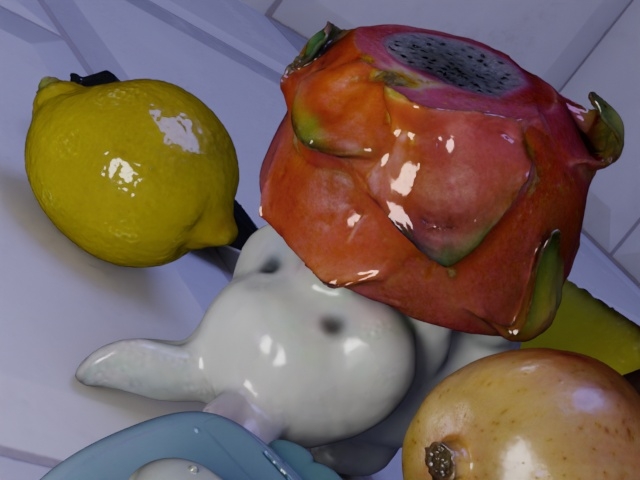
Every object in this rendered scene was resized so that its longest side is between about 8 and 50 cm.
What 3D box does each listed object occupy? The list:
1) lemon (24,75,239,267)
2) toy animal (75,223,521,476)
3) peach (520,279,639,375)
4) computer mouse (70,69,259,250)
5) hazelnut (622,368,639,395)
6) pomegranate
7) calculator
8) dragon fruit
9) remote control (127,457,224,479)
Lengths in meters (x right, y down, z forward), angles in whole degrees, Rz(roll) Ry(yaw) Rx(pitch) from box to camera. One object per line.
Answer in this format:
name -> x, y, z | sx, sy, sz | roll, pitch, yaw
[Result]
lemon -> -0.181, -0.069, 1.317 | 0.244, 0.187, 0.187 | 34, 14, 6
toy animal -> -0.011, 0.113, 1.152 | 0.367, 0.241, 0.196 | -2, 32, -47
peach -> 0.290, 0.204, 1.498 | 0.380, 0.242, 0.306 | 32, -14, 40
computer mouse -> -0.181, -0.073, 1.541 | 0.295, 0.087, 0.168 | 45, 3, -27
hazelnut -> 0.362, 0.246, 1.149 | 0.353, 0.421, 0.421 | 47, 11, -16
pomegranate -> 0.150, 0.167, 0.979 | 0.191, 0.191, 0.191 | 35, 14, -10
calculator -> -0.077, 0.192, 0.892 | 0.185, 0.041, 0.299 | 45, 32, 21
dragon fruit -> 0.091, -0.070, 1.092 | 0.290, 0.189, 0.291 | 20, 22, -8
remote control -> -0.030, 0.209, 0.827 | 0.221, 0.042, 0.078 | 37, 34, 13
